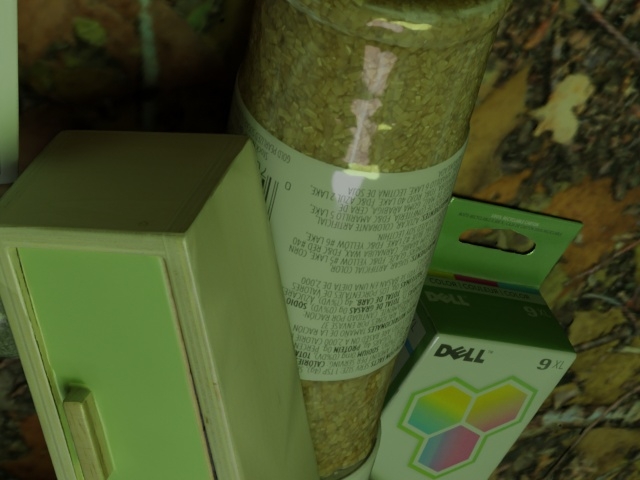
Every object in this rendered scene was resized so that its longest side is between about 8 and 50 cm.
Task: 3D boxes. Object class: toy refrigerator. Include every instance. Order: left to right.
[{"bbox_3d":[-0.071,0.086,0.790,0.102,0.094,0.269,4,125,19],"label":"toy refrigerator"}]

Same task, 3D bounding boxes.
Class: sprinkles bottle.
[{"bbox_3d":[0.000,0.000,0.838,0.121,0.121,0.355,-5,132,-22],"label":"sprinkles bottle"}]

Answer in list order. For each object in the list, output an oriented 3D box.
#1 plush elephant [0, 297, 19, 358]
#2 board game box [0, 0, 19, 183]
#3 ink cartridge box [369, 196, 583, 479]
[{"bbox_3d":[-0.253,0.138,0.751,0.330,0.255,0.272,17,122,-36],"label":"plush elephant"},{"bbox_3d":[-0.221,-0.141,0.649,0.193,0.053,0.305,-9,134,-18],"label":"board game box"},{"bbox_3d":[0.080,0.078,0.994,0.109,0.062,0.209,11,125,-32],"label":"ink cartridge box"}]
